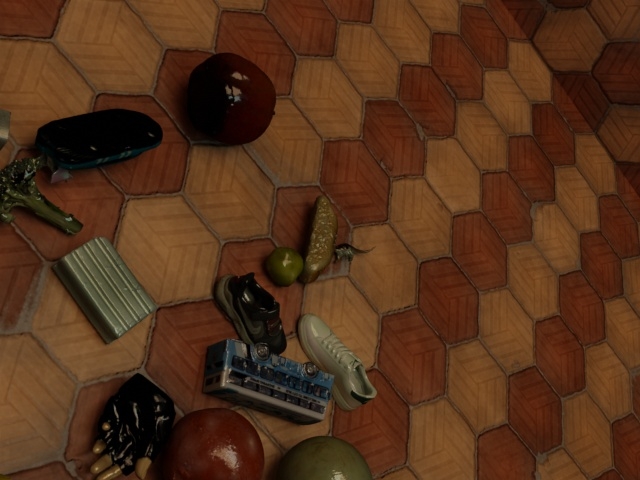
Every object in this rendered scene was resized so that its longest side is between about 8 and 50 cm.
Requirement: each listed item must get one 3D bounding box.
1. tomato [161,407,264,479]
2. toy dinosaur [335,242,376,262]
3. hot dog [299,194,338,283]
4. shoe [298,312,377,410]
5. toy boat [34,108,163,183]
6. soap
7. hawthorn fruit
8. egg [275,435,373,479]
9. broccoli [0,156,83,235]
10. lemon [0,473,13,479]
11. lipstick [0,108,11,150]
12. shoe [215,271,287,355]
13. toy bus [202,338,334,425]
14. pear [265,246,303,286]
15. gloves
[{"bbox_3d":[-0.214,0.438,1.688,0.208,0.208,0.184,44,33,-18],"label":"tomato"},{"bbox_3d":[0.071,0.033,2.221,0.180,0.037,0.058,7,72,-37],"label":"toy dinosaur"},{"bbox_3d":[0.000,0.000,2.135,0.073,0.084,0.243,18,57,-11],"label":"hot dog"},{"bbox_3d":[0.048,0.287,2.043,0.095,0.110,0.265,-34,97,-43],"label":"shoe"},{"bbox_3d":[-0.478,-0.203,1.827,0.134,0.092,0.298,40,35,20],"label":"toy boat"},{"bbox_3d":[-0.444,0.099,1.731,0.198,0.066,0.119,56,45,-6],"label":"soap"},{"bbox_3d":[-0.203,-0.341,2.039,0.249,0.215,0.215,9,66,-36],"label":"hawthorn fruit"},{"bbox_3d":[0.014,0.571,1.819,0.218,0.218,0.296,-16,98,-43],"label":"egg"},{"bbox_3d":[-0.567,-0.076,1.693,0.204,0.118,0.122,46,20,-36],"label":"broccoli"},{"bbox_3d":[-0.580,0.471,1.338,0.219,0.240,0.240,51,47,-8],"label":"lemon"},{"bbox_3d":[-0.737,-0.240,1.620,0.252,0.077,0.079,12,64,-37],"label":"lipstick"},{"bbox_3d":[-0.143,0.166,1.929,0.227,0.112,0.099,52,46,-8],"label":"shoe"},{"bbox_3d":[-0.115,0.318,1.894,0.297,0.106,0.131,25,59,-28],"label":"toy bus"},{"bbox_3d":[-0.090,0.064,2.041,0.092,0.092,0.097,5,93,-39],"label":"pear"},{"bbox_3d":[-0.375,0.381,1.642,0.164,0.124,0.203,34,82,22],"label":"gloves"}]
